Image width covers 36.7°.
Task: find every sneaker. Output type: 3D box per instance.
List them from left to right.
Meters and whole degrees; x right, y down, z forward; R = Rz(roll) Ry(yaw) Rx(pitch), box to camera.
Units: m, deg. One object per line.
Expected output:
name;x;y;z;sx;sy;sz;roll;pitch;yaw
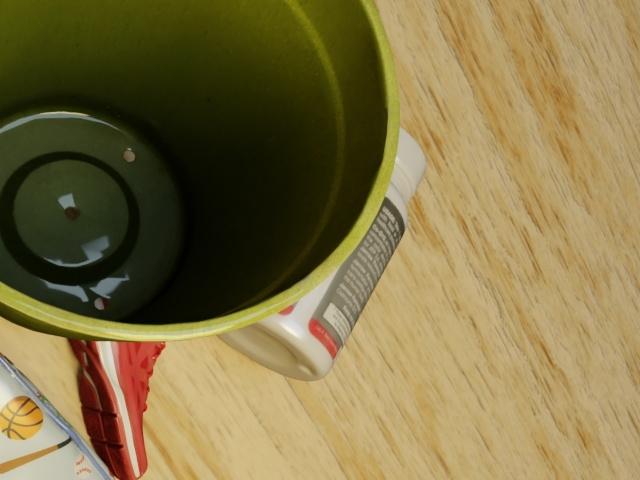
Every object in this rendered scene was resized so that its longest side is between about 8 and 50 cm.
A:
sneaker;-0.179;0.128;0.990;0.128;0.087;0.221;-17;102;-37

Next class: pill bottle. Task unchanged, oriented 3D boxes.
pill bottle;0.000;0.000;1.088;0.161;0.161;0.283;45;63;-30

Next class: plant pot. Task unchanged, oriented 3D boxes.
plant pot;-0.176;-0.068;0.785;0.366;0.353;0.366;7;72;-21

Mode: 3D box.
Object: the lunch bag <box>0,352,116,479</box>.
lunch bag;-0.327;0.237;0.852;0.243;0.115;0.303;-45;116;-24
